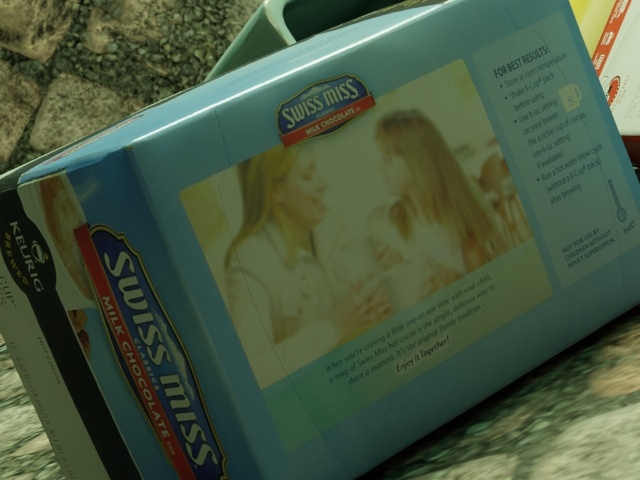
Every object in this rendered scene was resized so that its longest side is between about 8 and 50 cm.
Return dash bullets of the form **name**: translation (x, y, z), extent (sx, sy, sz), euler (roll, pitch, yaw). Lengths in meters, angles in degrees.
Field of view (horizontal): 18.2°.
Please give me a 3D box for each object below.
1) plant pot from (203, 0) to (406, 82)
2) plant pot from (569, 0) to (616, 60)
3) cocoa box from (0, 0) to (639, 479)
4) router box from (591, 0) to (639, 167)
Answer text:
- **plant pot**: translation (0.028, -0.067, 1.655), extent (0.247, 0.248, 0.252), euler (-30, -6, -45)
- **plant pot**: translation (0.243, -0.196, 1.891), extent (0.254, 0.254, 0.239), euler (-15, 34, 45)
- **cocoa box**: translation (0.000, 0.000, 1.227), extent (0.347, 0.231, 0.228), euler (-27, 9, -35)
- **router box**: translation (0.336, -0.222, 1.617), extent (0.301, 0.082, 0.335), euler (-164, 97, -79)
